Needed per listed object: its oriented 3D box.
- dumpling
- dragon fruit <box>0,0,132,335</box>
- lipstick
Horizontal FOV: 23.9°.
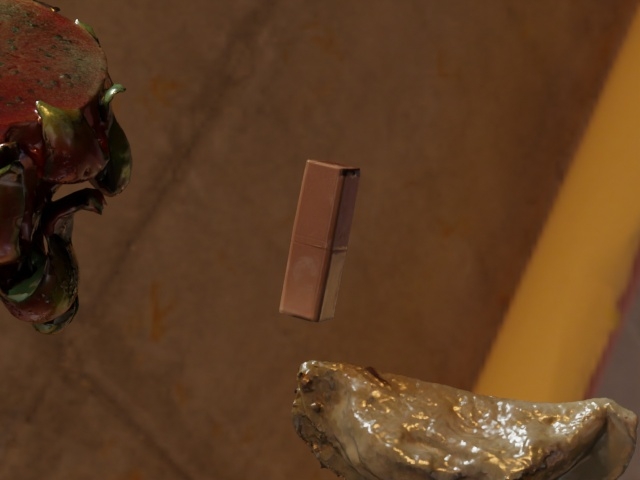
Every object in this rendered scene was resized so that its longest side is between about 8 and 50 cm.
[{"bbox_3d":[0.108,0.202,1.342,0.086,0.332,0.166,13,-98,-63],"label":"dumpling"},{"bbox_3d":[-0.153,-0.041,0.668,0.138,0.142,0.175,-4,-80,-7],"label":"dragon fruit"},{"bbox_3d":[0.000,0.000,1.406,0.045,0.045,0.145,-7,-71,-65],"label":"lipstick"}]
